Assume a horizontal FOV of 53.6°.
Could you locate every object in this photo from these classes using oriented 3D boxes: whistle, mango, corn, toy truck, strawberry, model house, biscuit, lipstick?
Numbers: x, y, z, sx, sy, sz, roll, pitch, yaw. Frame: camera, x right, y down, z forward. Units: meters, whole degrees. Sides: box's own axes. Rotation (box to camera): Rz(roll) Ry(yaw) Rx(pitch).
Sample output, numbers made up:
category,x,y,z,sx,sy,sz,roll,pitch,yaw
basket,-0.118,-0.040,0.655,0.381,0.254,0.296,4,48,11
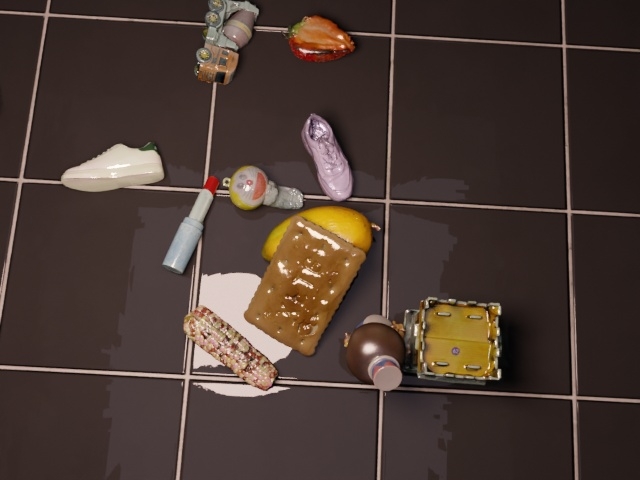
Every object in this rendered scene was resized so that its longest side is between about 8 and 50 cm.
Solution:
category,x,y,z,sx,sy,sz,roll,pitch,yaw
whistle,-0.150,-0.132,1.684,0.223,0.123,0.122,14,78,-13
mango,0.000,0.000,1.659,0.317,0.119,0.176,-6,83,6
corn,-0.229,0.272,1.610,0.281,0.092,0.092,38,80,1
toy truck,-0.263,-0.563,1.773,0.140,0.108,0.256,13,75,-12
strawberry,-0.010,-0.558,1.786,0.193,0.085,0.140,-12,71,-9
model house,0.322,0.249,1.558,0.225,0.215,0.198,4,75,0
biscuit,-0.045,0.119,1.601,0.217,0.044,0.324,30,105,4
lipstick,-0.336,-0.046,1.681,0.061,0.068,0.273,18,72,10

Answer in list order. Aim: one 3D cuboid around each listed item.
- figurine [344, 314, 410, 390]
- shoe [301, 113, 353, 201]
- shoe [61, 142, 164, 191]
category,x,y,z,sx,sy,sz,roll,pitch,yaw
figurine,0.131,0.272,1.522,0.161,0.275,0.158,12,93,5
shoe,0.019,-0.225,1.691,0.095,0.137,0.244,-24,80,-2
shoe,-0.555,-0.202,1.700,0.265,0.095,0.110,-4,73,-8
